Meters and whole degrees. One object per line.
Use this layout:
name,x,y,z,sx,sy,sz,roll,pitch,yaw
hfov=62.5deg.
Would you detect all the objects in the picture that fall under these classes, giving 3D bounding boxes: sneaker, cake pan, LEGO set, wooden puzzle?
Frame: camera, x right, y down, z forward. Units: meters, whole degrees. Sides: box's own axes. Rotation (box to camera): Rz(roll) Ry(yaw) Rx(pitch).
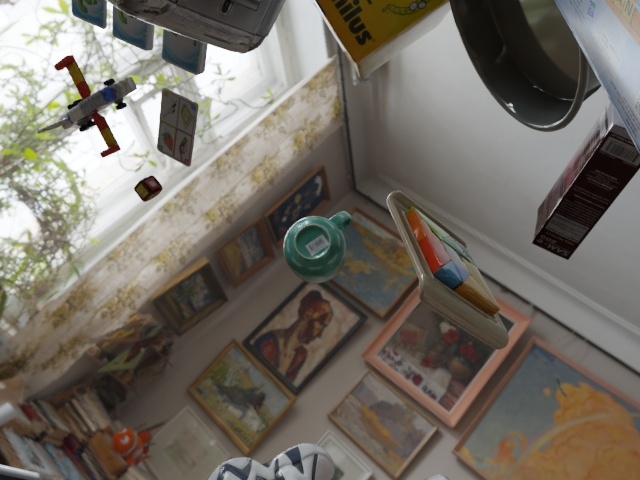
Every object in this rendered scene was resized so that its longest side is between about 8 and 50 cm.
sneaker,-0.031,0.362,0.702,0.153,0.094,0.235,42,9,38
cake pan,0.243,-0.274,0.634,0.293,0.054,0.293,63,0,-1
LEGO set,-0.213,-0.161,0.556,0.182,0.060,0.244,28,-55,15
wooden puzzle,0.213,0.040,0.865,0.221,0.044,0.239,33,31,-31

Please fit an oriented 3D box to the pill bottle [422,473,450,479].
pill bottle,0.041,0.495,0.687,0.224,0.392,0.224,62,3,-6

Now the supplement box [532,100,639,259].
supplement box,0.448,-0.099,0.878,0.073,0.130,0.239,27,-49,9

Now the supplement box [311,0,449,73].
supplement box,0.096,-0.429,0.925,0.194,0.195,0.356,56,12,-8

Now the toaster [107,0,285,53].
toaster,-0.098,-0.234,0.369,0.227,0.129,0.146,42,-64,34

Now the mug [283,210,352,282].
mug,-0.009,0.003,1.090,0.129,0.158,0.097,8,-15,7

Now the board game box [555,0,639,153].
board game box,0.206,-0.225,0.262,0.318,0.065,0.319,76,9,-54

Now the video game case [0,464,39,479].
video game case,-0.599,0.445,0.853,0.201,0.183,0.023,28,-10,-25
